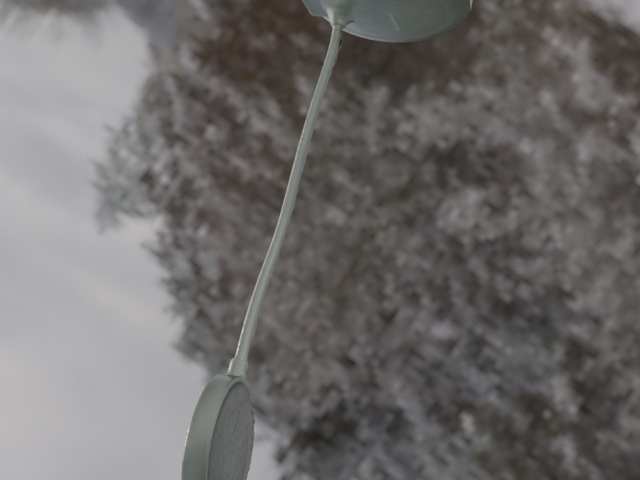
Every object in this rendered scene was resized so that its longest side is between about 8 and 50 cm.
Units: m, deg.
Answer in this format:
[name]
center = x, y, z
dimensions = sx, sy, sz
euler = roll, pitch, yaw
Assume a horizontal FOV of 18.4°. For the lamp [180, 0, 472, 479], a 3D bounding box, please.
[lamp]
center = 0.000, 0.000, 0.635
dimensions = 0.056, 0.198, 0.050
euler = 10, 162, 14
